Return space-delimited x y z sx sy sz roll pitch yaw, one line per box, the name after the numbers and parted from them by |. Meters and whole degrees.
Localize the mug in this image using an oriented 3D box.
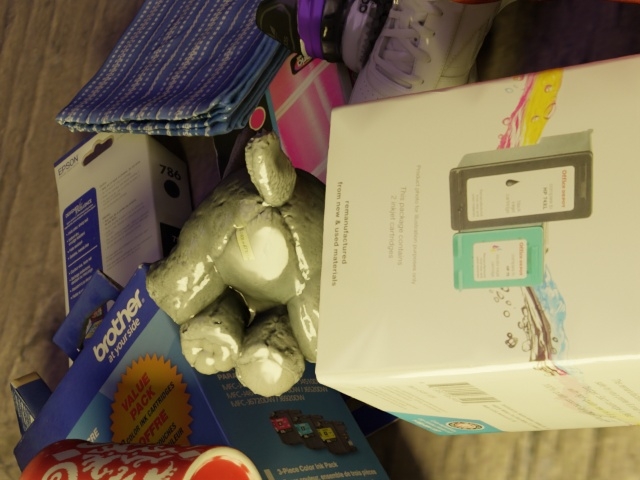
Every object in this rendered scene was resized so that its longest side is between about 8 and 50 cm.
-0.119 0.209 0.998 0.169 0.150 0.113 -11 42 40 | mug

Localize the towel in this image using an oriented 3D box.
-0.129 -0.211 1.394 0.336 0.040 0.243 6 59 51 | towel

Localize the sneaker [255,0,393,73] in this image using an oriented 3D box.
0.017 -0.302 1.232 0.146 0.102 0.293 14 76 15 | sneaker

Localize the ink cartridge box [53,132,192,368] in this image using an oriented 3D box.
-0.203 0.028 1.435 0.165 0.065 0.333 -31 56 36 | ink cartridge box

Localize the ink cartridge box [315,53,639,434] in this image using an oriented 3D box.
0.165 0.013 0.903 0.270 0.198 0.197 -7 69 28 | ink cartridge box

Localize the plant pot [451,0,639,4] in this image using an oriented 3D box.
0.217 -0.258 0.850 0.265 0.272 0.272 24 94 41 | plant pot

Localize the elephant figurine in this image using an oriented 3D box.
-0.025 -0.005 1.025 0.186 0.169 0.239 -33 11 26 | elephant figurine

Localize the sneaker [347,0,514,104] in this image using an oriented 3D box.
0.086 -0.193 1.127 0.114 0.152 0.305 33 96 37 | sneaker

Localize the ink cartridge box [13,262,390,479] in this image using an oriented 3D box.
-0.107 0.203 1.148 0.270 0.151 0.395 -53 51 30 | ink cartridge box

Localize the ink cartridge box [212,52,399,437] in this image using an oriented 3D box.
0.000 0.000 1.234 0.175 0.069 0.371 -35 55 34 | ink cartridge box

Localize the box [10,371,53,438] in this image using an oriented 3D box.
-0.251 0.249 1.373 0.225 0.036 0.136 43 144 47 | box
